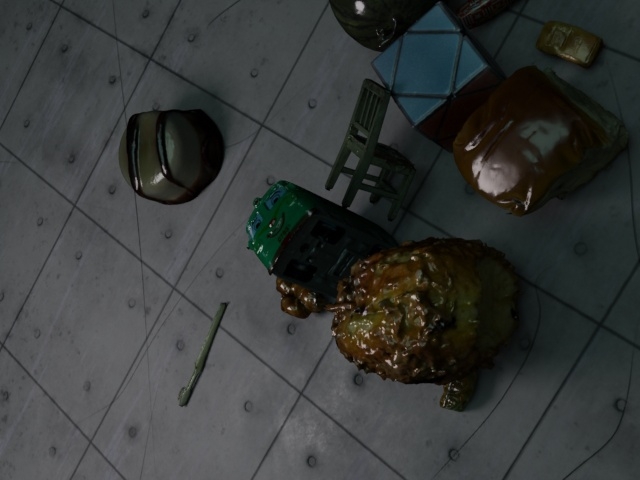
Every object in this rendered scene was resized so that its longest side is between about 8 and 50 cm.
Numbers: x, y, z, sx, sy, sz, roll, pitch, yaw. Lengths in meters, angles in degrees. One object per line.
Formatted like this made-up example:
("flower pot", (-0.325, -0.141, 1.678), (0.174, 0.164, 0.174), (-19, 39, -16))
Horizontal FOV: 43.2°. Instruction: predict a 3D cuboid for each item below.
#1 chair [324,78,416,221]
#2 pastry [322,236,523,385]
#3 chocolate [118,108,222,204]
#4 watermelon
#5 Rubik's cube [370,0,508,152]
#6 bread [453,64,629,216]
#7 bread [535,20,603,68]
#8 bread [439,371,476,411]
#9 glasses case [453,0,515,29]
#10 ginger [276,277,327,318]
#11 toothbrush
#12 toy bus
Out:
("chair", (0.133, -0.198, 1.783), (0.270, 0.147, 0.136), (-69, 25, 15))
("pastry", (0.196, 0.141, 1.580), (0.338, 0.405, 0.292), (-6, 92, 29))
("chocolate", (-0.421, -0.241, 2.164), (0.284, 0.186, 0.283), (-8, 75, 31))
("watermelon", (0.152, -0.572, 1.808), (0.279, 0.279, 0.359), (-27, 42, 25))
("Rubik's cube", (0.270, -0.347, 1.742), (0.205, 0.207, 0.205), (-40, 62, 21))
("bread", (0.426, -0.189, 1.600), (0.279, 0.225, 0.250), (-50, 58, 19))
("bread", (0.521, -0.411, 1.688), (0.132, 0.053, 0.074), (33, 98, 31))
("bread", (0.290, 0.304, 1.682), (0.066, 0.060, 0.110), (12, 85, 63))
("glasses case", (0.384, -0.528, 1.787), (0.195, 0.073, 0.049), (-33, 65, 23))
("ginger", (-0.055, 0.123, 1.930), (0.103, 0.073, 0.162), (-34, 57, 7))
("toothbrush", (-0.303, 0.292, 2.074), (0.028, 0.026, 0.294), (31, 97, 48))
("toy bus", (0.000, 0.000, 1.766), (0.183, 0.344, 0.199), (-53, 48, 12))
